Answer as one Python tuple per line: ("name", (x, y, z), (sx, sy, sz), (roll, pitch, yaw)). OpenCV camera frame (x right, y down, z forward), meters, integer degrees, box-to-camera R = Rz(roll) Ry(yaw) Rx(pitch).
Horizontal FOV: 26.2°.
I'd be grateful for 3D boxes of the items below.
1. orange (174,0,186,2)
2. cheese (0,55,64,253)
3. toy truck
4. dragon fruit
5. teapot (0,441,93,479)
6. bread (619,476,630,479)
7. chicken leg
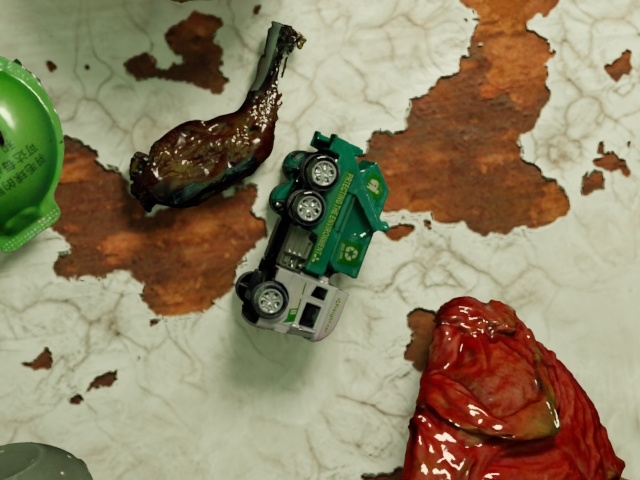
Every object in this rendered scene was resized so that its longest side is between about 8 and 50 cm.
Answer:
("orange", (-0.113, -0.368, 1.343), (0.274, 0.274, 0.274), (0, 93, -4))
("cheese", (-0.391, -0.133, 1.420), (0.204, 0.083, 0.320), (-36, 96, 1))
("toy truck", (0.000, 0.000, 1.446), (0.116, 0.110, 0.216), (21, 91, -16))
("dragon fruit", (0.150, 0.218, 1.442), (0.240, 0.302, 0.330), (-19, 70, 36))
("teapot", (-0.303, 0.343, 1.413), (0.183, 0.183, 0.251), (-13, 104, -4))
("bread", (0.303, 0.275, 1.514), (0.083, 0.036, 0.047), (19, 90, -2))
("chicken leg", (-0.096, -0.121, 1.461), (0.106, 0.051, 0.253), (44, 86, 0))
